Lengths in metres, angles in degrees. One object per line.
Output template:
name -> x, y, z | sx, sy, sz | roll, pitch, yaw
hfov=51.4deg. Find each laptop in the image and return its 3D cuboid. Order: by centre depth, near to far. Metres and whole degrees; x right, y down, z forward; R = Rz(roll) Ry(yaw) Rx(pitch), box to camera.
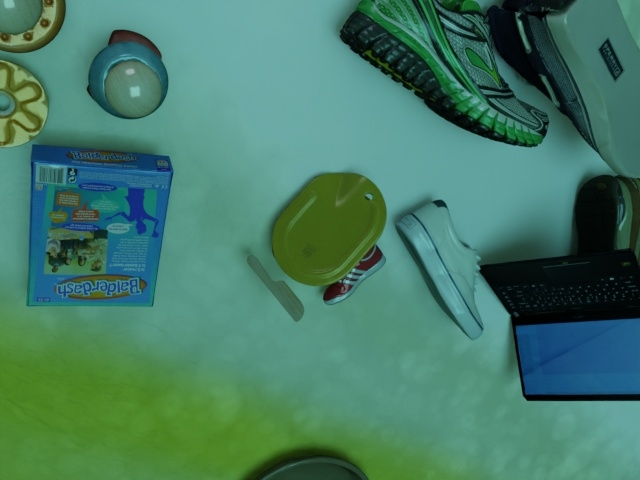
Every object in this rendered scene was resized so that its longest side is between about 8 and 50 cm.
laptop -> 0.405, 0.146, 1.068 | 0.264, 0.234, 0.136 | 46, 45, -43

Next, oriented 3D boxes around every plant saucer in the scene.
plant saucer -> -0.039, 0.485, 1.160 | 0.278, 0.041, 0.277 | -8, 113, -19

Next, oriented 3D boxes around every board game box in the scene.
board game box -> -0.280, -0.011, 0.834 | 0.160, 0.047, 0.210 | 3, 122, -23

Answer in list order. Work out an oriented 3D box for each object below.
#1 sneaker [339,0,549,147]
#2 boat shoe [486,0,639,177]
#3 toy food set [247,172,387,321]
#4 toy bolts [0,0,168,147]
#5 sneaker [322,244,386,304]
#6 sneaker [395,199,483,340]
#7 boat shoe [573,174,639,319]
sneaker -> 0.201, -0.241, 0.903 | 0.344, 0.134, 0.146 | 30, 97, -28
boat shoe -> 0.371, -0.237, 0.962 | 0.127, 0.158, 0.340 | -45, 123, -9
toy food set -> 0.000, 0.000, 0.963 | 0.128, 0.071, 0.218 | 43, 85, 7
toy bolts -> -0.284, -0.177, 0.723 | 0.229, 0.158, 0.218 | 17, 104, -26
sneaker -> 0.039, 0.041, 1.007 | 0.118, 0.042, 0.067 | -41, 124, -10
sneaker -> 0.215, 0.051, 1.050 | 0.091, 0.094, 0.258 | -34, 119, -3
boat shoe -> 0.514, 0.042, 1.151 | 0.120, 0.122, 0.323 | -10, 115, -21
